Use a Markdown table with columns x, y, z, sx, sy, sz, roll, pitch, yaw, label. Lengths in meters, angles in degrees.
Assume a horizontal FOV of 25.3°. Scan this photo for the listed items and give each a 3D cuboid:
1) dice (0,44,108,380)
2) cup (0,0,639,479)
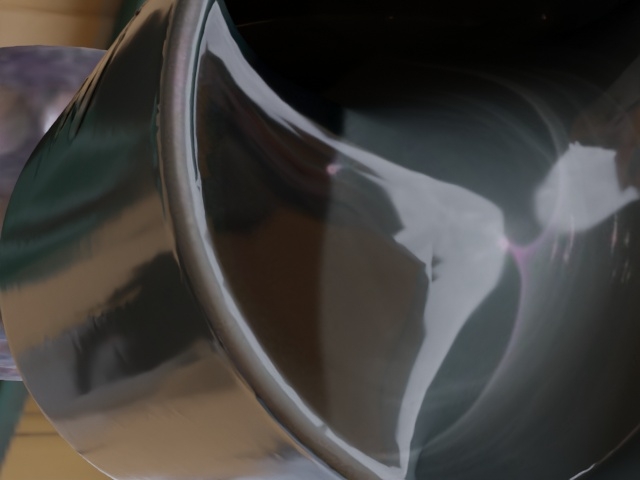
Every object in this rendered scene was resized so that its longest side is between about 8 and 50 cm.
| x | y | z | sx | sy | sz | roll | pitch | yaw | label |
| --- | --- | --- | --- | --- | --- | --- | --- | --- | --- |
| -0.248 | -0.016 | 1.351 | 0.271 | 0.270 | 0.270 | 140 | -50 | -66 | dice |
| 0.000 | 0.000 | 0.507 | 0.312 | 0.205 | 0.206 | 157 | -68 | -65 | cup |
